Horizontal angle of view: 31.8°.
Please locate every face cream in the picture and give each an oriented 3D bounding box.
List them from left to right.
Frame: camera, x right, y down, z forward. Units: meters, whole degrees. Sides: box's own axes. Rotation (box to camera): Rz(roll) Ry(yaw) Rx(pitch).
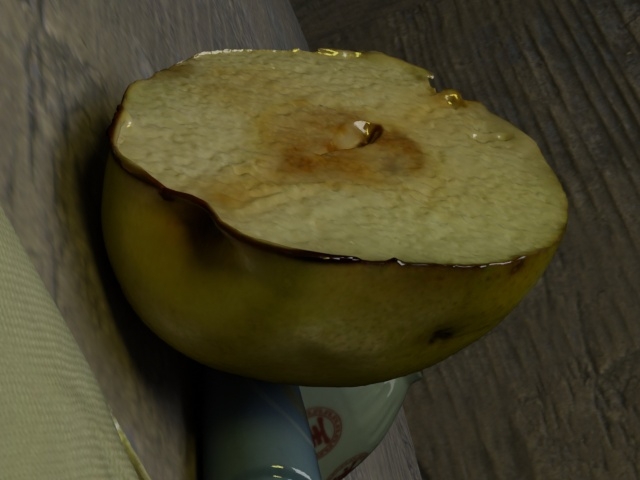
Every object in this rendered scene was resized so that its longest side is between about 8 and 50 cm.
[{"bbox_3d":[-0.050,0.143,0.879,0.135,0.086,0.385,51,12,-27],"label":"face cream"}]

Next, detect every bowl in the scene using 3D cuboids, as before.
[{"bbox_3d":[0.018,0.102,1.223,0.337,0.158,0.337,-17,90,-83],"label":"bowl"}]

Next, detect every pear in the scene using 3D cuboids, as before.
[{"bbox_3d":[0.000,0.000,0.872,0.386,0.340,0.191,-25,138,-49],"label":"pear"}]

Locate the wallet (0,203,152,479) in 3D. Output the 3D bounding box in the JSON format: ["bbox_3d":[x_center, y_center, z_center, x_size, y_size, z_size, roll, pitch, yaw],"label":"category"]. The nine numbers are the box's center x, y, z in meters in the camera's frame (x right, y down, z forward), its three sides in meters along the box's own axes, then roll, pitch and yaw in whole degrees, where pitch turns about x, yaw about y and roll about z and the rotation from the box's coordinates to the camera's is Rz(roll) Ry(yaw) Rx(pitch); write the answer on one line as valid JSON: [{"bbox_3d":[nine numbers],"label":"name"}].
[{"bbox_3d":[-0.138,0.105,0.370,0.335,0.068,0.274,-87,155,-55],"label":"wallet"}]
